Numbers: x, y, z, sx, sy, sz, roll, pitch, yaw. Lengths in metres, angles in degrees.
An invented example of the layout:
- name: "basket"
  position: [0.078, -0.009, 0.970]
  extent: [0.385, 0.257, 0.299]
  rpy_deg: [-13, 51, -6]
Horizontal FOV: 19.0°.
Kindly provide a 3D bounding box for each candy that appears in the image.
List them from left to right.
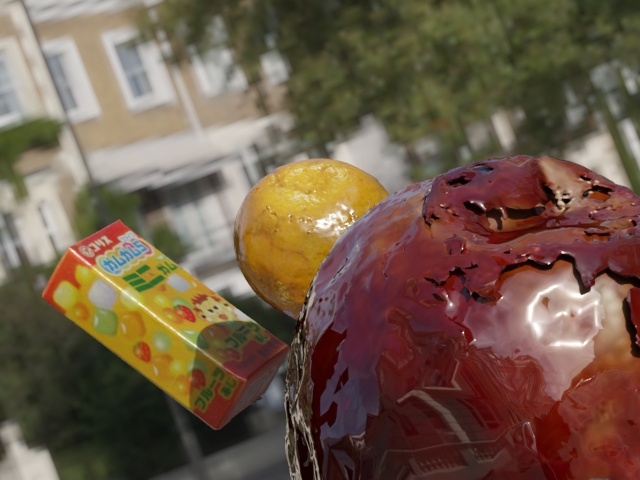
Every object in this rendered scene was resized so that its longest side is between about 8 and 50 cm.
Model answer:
- name: "candy"
  position: [-0.081, 0.044, 1.016]
  extent: [0.038, 0.122, 0.062]
  rpy_deg: [-58, -10, 25]

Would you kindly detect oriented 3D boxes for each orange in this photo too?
- name: "orange"
  position: [0.000, 0.000, 0.920]
  extent: [0.083, 0.070, 0.083]
  rpy_deg: [-5, 37, 4]

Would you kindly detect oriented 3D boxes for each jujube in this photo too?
- name: "jujube"
  position: [0.072, 0.092, 0.668]
  extent: [0.183, 0.243, 0.183]
  rpy_deg: [-6, 24, 3]

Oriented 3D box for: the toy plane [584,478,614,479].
- name: "toy plane"
  position: [0.039, 0.115, 0.333]
  extent: [0.088, 0.212, 0.267]
  rpy_deg: [30, 35, 34]
